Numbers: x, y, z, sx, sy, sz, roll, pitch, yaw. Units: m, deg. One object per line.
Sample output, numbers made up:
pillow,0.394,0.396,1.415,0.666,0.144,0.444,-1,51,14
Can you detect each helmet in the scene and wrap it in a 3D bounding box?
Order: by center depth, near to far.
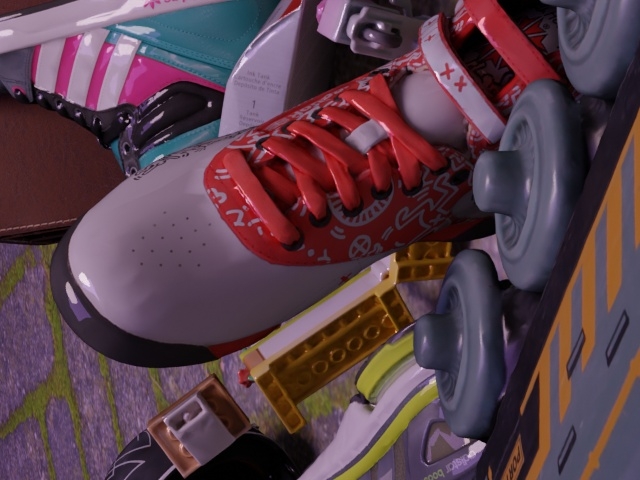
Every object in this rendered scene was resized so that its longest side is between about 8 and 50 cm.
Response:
helmet,-0.083,0.207,0.925,0.161,0.169,0.169,55,146,16

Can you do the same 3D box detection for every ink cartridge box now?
ink cartridge box,-0.017,-0.136,0.748,0.145,0.045,0.179,-66,-14,-58

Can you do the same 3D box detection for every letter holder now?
letter holder,-0.177,-0.161,1.068,0.152,0.214,0.302,14,-113,-84

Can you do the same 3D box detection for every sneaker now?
sneaker,0.022,-0.044,0.531,0.090,0.270,0.145,57,139,18
sneaker,0.053,0.158,0.701,0.121,0.111,0.300,60,148,31
sneaker,-0.148,-0.087,0.932,0.295,0.124,0.178,-8,100,24

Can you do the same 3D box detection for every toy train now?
toy train,0.125,0.024,0.427,0.190,0.142,0.334,-94,12,-45

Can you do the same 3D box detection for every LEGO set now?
LEGO set,0.000,0.000,0.735,0.287,0.132,0.107,-64,30,14
